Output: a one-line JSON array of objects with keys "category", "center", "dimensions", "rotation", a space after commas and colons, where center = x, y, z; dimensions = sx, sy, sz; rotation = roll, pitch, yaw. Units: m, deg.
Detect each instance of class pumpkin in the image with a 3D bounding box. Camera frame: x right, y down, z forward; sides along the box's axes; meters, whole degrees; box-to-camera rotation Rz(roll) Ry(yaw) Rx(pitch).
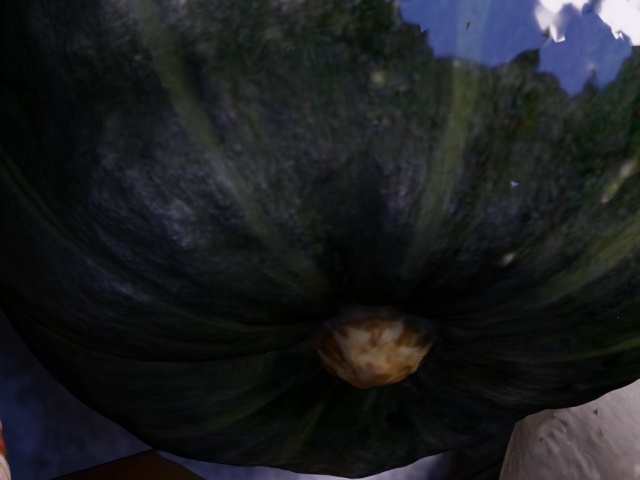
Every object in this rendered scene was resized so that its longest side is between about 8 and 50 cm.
[{"category": "pumpkin", "center": [0.017, -0.038, 0.502], "dimensions": [0.300, 0.300, 0.207], "rotation": [24, 44, -26]}]

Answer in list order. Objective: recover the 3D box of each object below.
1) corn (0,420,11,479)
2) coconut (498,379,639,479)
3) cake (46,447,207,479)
[{"category": "corn", "center": [-0.154, 0.056, 0.475], "dimensions": [0.092, 0.092, 0.280], "rotation": [10, 48, -31]}, {"category": "coconut", "center": [0.203, 0.139, 0.656], "dimensions": [0.237, 0.237, 0.266], "rotation": [13, 31, -30]}, {"category": "cake", "center": [-0.061, 0.206, 0.507], "dimensions": [0.208, 0.185, 0.178], "rotation": [-69, 151, -26]}]
